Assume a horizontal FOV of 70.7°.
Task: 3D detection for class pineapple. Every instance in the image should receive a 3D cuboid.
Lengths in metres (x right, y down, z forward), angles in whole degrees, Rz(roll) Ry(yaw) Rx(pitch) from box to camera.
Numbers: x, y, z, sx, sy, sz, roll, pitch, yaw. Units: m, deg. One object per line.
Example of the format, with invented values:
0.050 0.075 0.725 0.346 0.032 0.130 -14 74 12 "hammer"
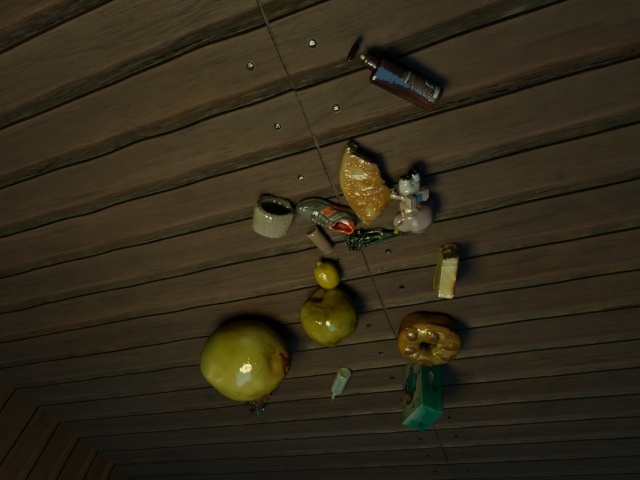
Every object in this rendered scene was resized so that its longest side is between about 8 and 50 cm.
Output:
-0.276 0.684 1.978 0.128 0.128 0.247 14 135 -2 "pineapple"

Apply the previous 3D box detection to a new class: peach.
-0.270 0.428 1.650 0.316 0.314 0.281 13 128 54 "peach"

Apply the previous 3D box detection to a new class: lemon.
0.020 0.111 1.479 0.082 0.082 0.110 -15 118 20 "lemon"

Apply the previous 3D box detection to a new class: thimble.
-0.143 -0.070 1.346 0.115 0.102 0.090 -4 135 -26 "thimble"

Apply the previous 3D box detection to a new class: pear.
0.033 0.259 1.529 0.200 0.199 0.199 5 130 6 "pear"

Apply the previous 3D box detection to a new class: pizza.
0.121 -0.153 1.263 0.135 0.056 0.271 -16 124 24 "pizza"

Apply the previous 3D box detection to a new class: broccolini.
0.172 -0.018 1.384 0.202 0.074 0.058 -19 82 3 "broccolini"

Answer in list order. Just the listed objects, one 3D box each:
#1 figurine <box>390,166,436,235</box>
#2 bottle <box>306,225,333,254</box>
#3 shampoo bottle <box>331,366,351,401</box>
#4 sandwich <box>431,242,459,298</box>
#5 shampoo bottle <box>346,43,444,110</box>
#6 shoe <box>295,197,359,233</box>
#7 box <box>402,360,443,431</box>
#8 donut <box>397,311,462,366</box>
0.260 -0.095 1.253 0.112 0.137 0.228 32 150 41 "figurine"
0.000 0.000 1.417 0.045 0.045 0.096 -25 124 26 "bottle"
0.076 0.607 1.895 0.056 0.056 0.195 15 131 -3 "shampoo bottle"
0.387 0.086 1.396 0.058 0.193 0.162 7 94 8 "sandwich"
0.172 -0.383 1.057 0.237 0.068 0.067 26 130 -11 "shampoo bottle"
0.020 -0.069 1.333 0.195 0.077 0.074 13 130 -2 "shoe"
0.377 0.554 1.680 0.092 0.244 0.153 22 128 -6 "box"
0.381 0.350 1.596 0.227 0.113 0.226 4 130 5 "donut"
